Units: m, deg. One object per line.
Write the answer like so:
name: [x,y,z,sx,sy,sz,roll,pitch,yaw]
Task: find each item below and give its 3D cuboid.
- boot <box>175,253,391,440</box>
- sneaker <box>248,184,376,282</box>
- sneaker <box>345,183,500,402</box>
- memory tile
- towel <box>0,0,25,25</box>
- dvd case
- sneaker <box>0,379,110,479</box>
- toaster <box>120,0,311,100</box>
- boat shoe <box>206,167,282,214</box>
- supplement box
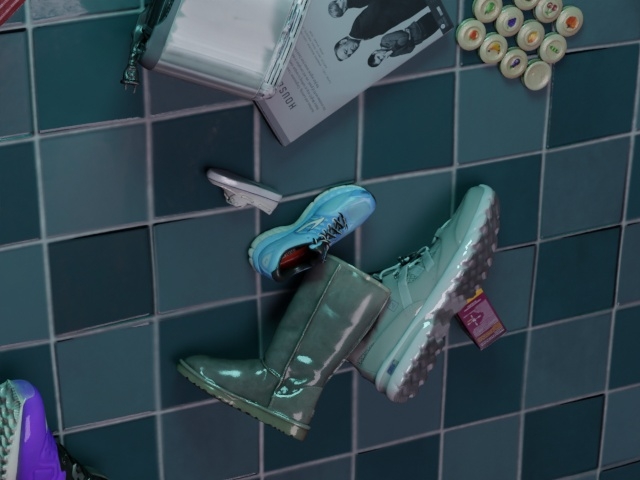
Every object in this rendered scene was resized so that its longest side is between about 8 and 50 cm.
boot: [-0.044,0.105,1.998,0.189,0.076,0.209,25,88,4]
sneaker: [0.000,0.000,1.975,0.162,0.073,0.063,-35,125,-6]
sneaker: [0.117,0.047,2.041,0.281,0.115,0.105,-58,157,-10]
memory tile: [0.232,-0.246,1.997,0.148,0.012,0.113,26,102,-34]
towel: [-0.446,-0.223,1.622,0.329,0.037,0.237,-40,127,14]
dvd case: [0.013,-0.238,1.885,0.238,0.029,0.179,-35,125,-5]
sneaker: [-0.308,0.274,1.960,0.146,0.102,0.293,-11,124,-26]
toaster: [-0.099,-0.237,1.749,0.146,0.129,0.227,18,98,-17]
boat shoe: [-0.090,-0.052,1.929,0.100,0.035,0.035,19,103,-39]
supplement box: [0.186,0.085,2.121,0.043,0.055,0.083,-36,125,-3]
